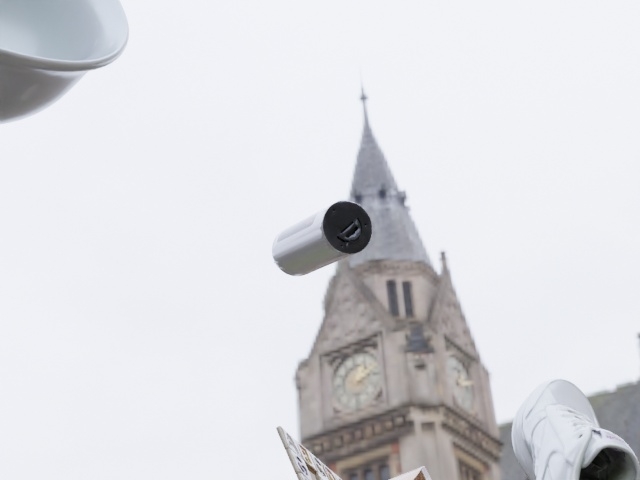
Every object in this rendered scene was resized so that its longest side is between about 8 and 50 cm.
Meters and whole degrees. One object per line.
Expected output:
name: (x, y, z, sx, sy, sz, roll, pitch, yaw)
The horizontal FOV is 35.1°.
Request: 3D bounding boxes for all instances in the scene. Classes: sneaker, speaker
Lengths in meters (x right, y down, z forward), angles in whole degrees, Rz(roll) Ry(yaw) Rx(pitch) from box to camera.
sneaker: (0.277, 0.233, 1.044, 0.114, 0.305, 0.152, 28, -59, -7)
speaker: (0.000, 0.000, 1.027, 0.055, 0.055, 0.136, 13, -15, -21)

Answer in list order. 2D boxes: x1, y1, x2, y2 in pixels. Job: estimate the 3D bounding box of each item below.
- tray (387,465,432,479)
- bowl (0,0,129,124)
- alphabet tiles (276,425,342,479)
tray: (-0.019, 0.434, 1.169, 0.411, 0.202, 0.076, -28, -3, 22)
bowl: (-0.305, -0.176, 0.754, 0.298, 0.297, 0.134, 22, -60, -31)
alphabet tiles: (0.033, 0.365, 1.322, 0.009, 0.198, 0.237, -35, -45, 5)
